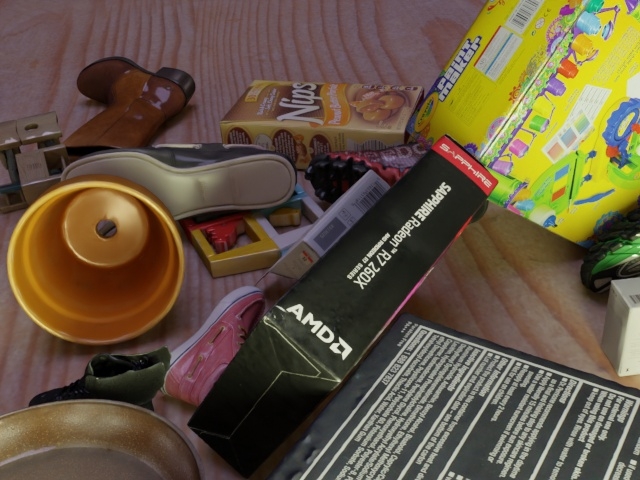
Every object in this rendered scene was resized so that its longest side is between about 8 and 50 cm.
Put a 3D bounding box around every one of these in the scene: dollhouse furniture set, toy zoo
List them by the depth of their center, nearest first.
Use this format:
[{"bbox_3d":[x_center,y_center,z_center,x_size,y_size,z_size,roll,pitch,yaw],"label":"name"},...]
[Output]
[{"bbox_3d":[-0.106,-0.035,1.197,0.192,0.030,0.293,-17,36,-18],"label":"toy zoo"},{"bbox_3d":[-0.448,-0.088,1.239,0.128,0.129,0.184,-16,44,-16],"label":"dollhouse furniture set"}]

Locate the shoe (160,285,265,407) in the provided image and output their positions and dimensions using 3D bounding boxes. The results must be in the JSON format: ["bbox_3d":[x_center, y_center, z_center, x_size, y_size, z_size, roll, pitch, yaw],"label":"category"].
[{"bbox_3d":[-0.103,0.126,0.931,0.081,0.064,0.178,20,46,30],"label":"shoe"}]

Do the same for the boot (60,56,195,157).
[{"bbox_3d":[-0.405,-0.232,1.512,0.264,0.096,0.280,14,45,14],"label":"boot"}]

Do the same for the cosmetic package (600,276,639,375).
[{"bbox_3d":[0.443,0.084,0.894,0.238,0.099,0.060,-6,31,-3],"label":"cosmetic package"}]

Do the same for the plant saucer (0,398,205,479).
[{"bbox_3d":[-0.248,0.254,0.685,0.310,0.050,0.311,-6,29,3],"label":"plant saucer"}]

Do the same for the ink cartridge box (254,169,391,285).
[{"bbox_3d":[0.000,0.000,1.011,0.045,0.179,0.145,44,59,0],"label":"ink cartridge box"}]

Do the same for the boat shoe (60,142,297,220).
[{"bbox_3d":[-0.202,-0.087,1.177,0.335,0.112,0.095,-2,16,-6],"label":"boat shoe"}]

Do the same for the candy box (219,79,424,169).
[{"bbox_3d":[0.008,-0.199,1.379,0.316,0.088,0.183,6,35,15],"label":"candy box"}]

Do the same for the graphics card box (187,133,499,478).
[{"bbox_3d":[0.033,0.060,0.853,0.094,0.233,0.371,42,45,5],"label":"graphics card box"}]

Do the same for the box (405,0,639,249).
[{"bbox_3d":[0.320,-0.177,1.034,0.279,0.290,0.177,22,21,-30],"label":"box"}]

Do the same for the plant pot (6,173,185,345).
[{"bbox_3d":[-0.280,0.004,1.032,0.205,0.205,0.188,-10,19,-8],"label":"plant pot"}]

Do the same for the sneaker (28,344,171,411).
[{"bbox_3d":[-0.243,0.156,0.873,0.170,0.089,0.051,0,34,6],"label":"sneaker"}]

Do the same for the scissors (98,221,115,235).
[{"bbox_3d":[-0.282,-0.048,1.209,0.108,0.021,0.297,4,40,25],"label":"scissors"}]

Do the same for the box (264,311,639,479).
[{"bbox_3d":[0.128,0.243,0.613,0.294,0.183,0.296,16,39,30],"label":"box"}]

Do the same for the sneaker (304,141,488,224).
[{"bbox_3d":[0.119,-0.097,1.204,0.275,0.098,0.135,8,36,14],"label":"sneaker"}]

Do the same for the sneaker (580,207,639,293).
[{"bbox_3d":[0.490,0.007,0.972,0.343,0.146,0.134,-17,5,11],"label":"sneaker"}]
